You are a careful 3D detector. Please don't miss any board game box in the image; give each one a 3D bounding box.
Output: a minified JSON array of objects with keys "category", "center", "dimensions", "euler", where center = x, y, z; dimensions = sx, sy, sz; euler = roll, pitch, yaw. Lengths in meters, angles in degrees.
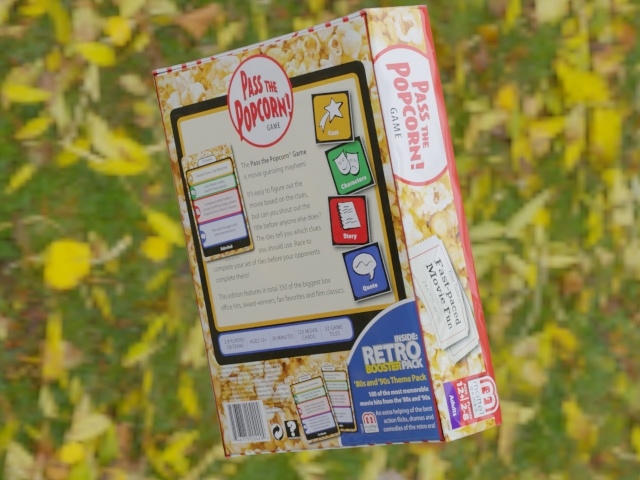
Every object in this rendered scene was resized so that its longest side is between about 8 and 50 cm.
[{"category":"board game box","center":[0.000,0.000,0.893],"dimensions":[0.045,0.146,0.193],"euler":[-11,91,-46]}]
